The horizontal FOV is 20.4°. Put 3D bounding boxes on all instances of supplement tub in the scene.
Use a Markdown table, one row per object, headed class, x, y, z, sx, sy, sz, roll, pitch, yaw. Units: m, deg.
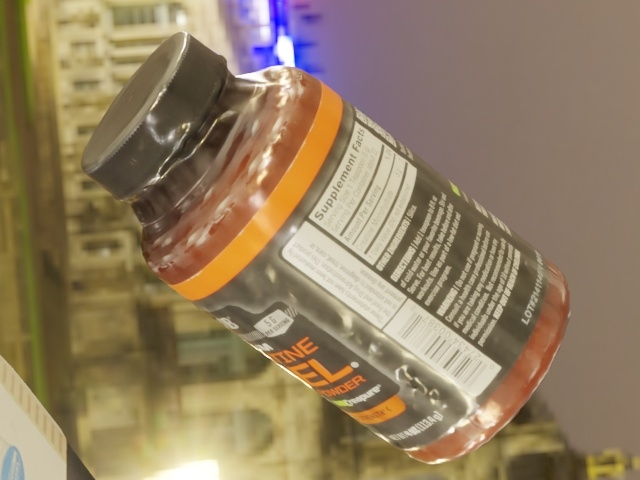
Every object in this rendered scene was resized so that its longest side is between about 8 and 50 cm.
| class | x | y | z | sx | sy | sz | roll | pitch | yaw |
| --- | --- | --- | --- | --- | --- | --- | --- | --- | --- |
| supplement tub | 0.000 | 0.000 | 0.733 | 0.106 | 0.198 | 0.106 | -47 | -162 | 20 |

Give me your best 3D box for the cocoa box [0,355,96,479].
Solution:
| class | x | y | z | sx | sy | sz | roll | pitch | yaw |
| --- | --- | --- | --- | --- | --- | --- | --- | --- | --- |
| cocoa box | -0.129 | 0.225 | 0.338 | 0.228 | 0.231 | 0.347 | 57 | 17 | -33 |
